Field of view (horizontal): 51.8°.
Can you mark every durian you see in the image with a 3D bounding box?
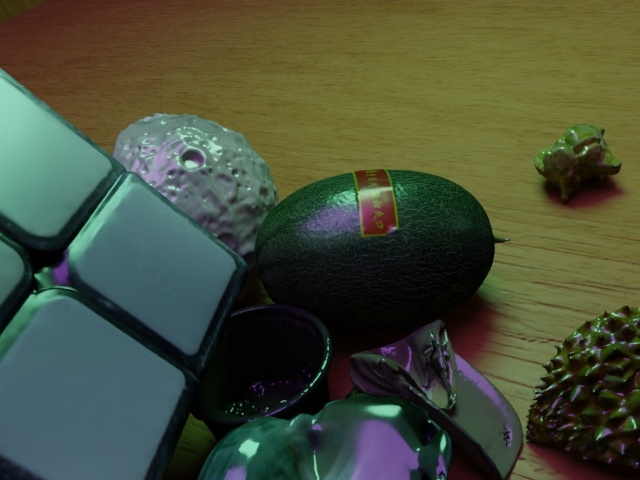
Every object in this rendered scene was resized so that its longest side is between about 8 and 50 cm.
[{"bbox_3d":[0.277,0.128,0.559,0.187,0.118,0.108,-19,32,-7],"label":"durian"}]

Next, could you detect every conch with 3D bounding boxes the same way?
[{"bbox_3d":[-0.013,0.213,0.532,0.202,0.134,0.196,18,42,19],"label":"conch"}]

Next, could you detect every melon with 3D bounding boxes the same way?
[{"bbox_3d":[0.071,0.009,0.741,0.288,0.182,0.182,-3,35,-6],"label":"melon"}]

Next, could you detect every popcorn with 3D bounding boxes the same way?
[{"bbox_3d":[0.344,-0.110,0.888,0.109,0.089,0.097,-38,5,-41],"label":"popcorn"}]

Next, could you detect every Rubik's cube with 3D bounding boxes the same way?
[{"bbox_3d":[-0.297,0.096,0.567,0.318,0.313,0.316,-37,23,35],"label":"Rubik's cube"}]

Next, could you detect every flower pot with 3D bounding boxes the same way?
[{"bbox_3d":[-0.056,0.154,0.663,0.158,0.106,0.157,-10,33,6],"label":"flower pot"}]

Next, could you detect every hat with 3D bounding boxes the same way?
[{"bbox_3d":[0.100,0.158,0.610,0.175,0.085,0.147,49,27,21],"label":"hat"}]

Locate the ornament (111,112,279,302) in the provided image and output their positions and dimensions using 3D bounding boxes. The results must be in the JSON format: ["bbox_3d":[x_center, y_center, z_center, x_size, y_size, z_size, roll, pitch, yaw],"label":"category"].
[{"bbox_3d":[-0.168,-0.024,0.828,0.225,0.259,0.259,18,32,-18],"label":"ornament"}]

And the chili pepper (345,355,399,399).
[{"bbox_3d":[0.055,0.148,0.695,0.034,0.030,0.091,36,59,24],"label":"chili pepper"}]
